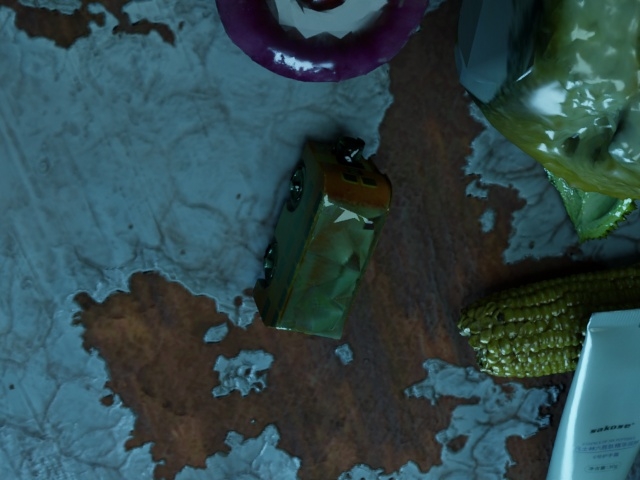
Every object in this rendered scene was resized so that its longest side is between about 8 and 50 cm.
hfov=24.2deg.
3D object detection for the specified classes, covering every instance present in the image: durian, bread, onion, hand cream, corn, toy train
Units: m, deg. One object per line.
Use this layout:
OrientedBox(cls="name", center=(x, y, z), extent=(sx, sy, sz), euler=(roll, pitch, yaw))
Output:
OrientedBox(cls="durian", center=(0.246, -0.089, 1.351), extent=(0.100, 0.086, 0.215), euler=(-15, 122, 11))
OrientedBox(cls="bread", center=(0.265, -0.230, 1.167), extent=(0.264, 0.239, 0.395), euler=(11, 92, -14))
OrientedBox(cls="onion", center=(0.001, -0.211, 1.189), extent=(0.177, 0.153, 0.177), euler=(-13, 130, -16))
OrientedBox(cls="hand cream", center=(0.280, 0.174, 1.442), extent=(0.109, 0.067, 0.321), euler=(-3, 138, -10))
OrientedBox(cls="corn", center=(0.277, 0.075, 1.427), extent=(0.293, 0.106, 0.106), euler=(-11, 119, -6))
OrientedBox(cls="toy train", center=(0.000, 0.000, 1.326), extent=(0.072, 0.099, 0.188), euler=(12, 115, -18))
